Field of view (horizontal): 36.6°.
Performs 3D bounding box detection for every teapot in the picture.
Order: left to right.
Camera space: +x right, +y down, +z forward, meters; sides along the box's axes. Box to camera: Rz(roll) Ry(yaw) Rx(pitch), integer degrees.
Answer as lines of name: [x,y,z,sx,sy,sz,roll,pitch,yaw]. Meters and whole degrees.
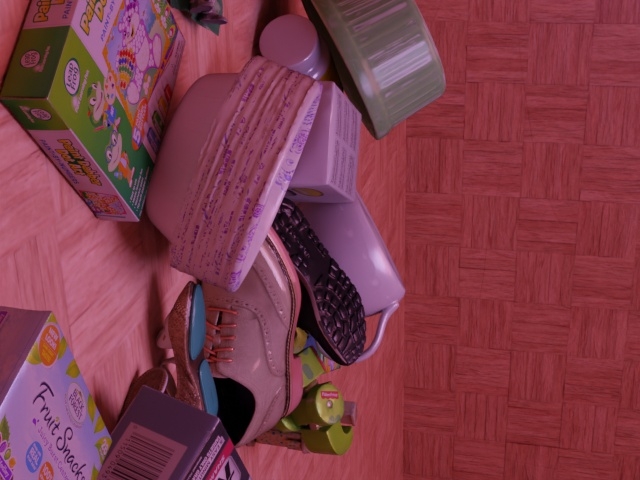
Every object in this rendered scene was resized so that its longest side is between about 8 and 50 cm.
teapot: [0.017,0.037,1.615,0.253,0.187,0.256,60,5,-27]

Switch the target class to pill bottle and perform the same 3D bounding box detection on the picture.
pill bottle: [-0.033,-0.292,1.667,0.208,0.119,0.119,61,35,-68]

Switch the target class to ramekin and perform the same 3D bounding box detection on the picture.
ramekin: [0.093,-0.341,1.674,0.303,0.148,0.303,62,1,-2]

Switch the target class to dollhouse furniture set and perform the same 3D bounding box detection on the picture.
dollhouse furniture set: [-0.040,0.295,1.665,0.161,0.181,0.101,77,21,-52]

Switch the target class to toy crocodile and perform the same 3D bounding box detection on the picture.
toy crocodile: [-0.043,0.205,1.578,0.105,0.115,0.341,-33,98,-48]

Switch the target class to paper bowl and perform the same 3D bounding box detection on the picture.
paper bowl: [-0.115,-0.090,1.193,0.284,0.148,0.284,-158,-90,-89]

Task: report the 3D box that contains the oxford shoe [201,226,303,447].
oxford shoe: [-0.115,0.127,1.407,0.146,0.140,0.397,-42,130,-48]

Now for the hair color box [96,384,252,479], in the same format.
hair color box: [-0.169,0.354,1.182,0.185,0.113,0.374,-59,156,-27]

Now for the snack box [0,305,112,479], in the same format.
snack box: [-0.273,0.190,0.871,0.175,0.070,0.207,-73,163,-44]

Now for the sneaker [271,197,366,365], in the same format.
sneaker: [-0.037,0.072,1.491,0.107,0.124,0.283,-40,103,-49]

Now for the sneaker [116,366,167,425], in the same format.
sneaker: [-0.215,0.220,1.194,0.067,0.042,0.118,73,32,-48]

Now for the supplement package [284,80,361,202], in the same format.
supplement package: [-0.055,-0.143,1.444,0.203,0.194,0.149,22,72,-76]

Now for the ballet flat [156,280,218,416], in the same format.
ballet flat: [-0.181,0.150,1.266,0.073,0.067,0.206,-57,146,-67]

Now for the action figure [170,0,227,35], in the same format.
action figure: [-0.146,-0.407,1.284,0.137,0.063,0.232,32,59,-72]

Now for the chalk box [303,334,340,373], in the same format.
chalk box: [-0.042,0.171,1.738,0.213,0.132,0.132,13,81,-76]

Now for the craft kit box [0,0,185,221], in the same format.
craft kit box: [-0.225,-0.184,1.013,0.247,0.060,0.250,63,33,-61]
